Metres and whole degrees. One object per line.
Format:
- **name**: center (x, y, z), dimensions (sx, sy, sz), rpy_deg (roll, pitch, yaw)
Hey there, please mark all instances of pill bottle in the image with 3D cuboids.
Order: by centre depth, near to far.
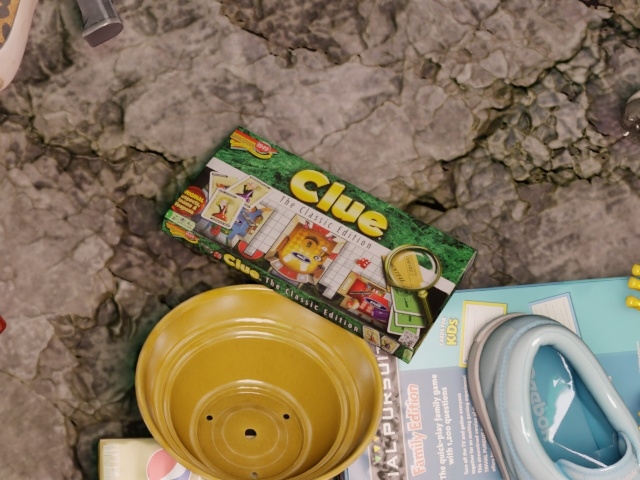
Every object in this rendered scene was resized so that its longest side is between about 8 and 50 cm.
- **pill bottle**: center (-0.088, 0.102, 1.549), dimensions (0.043, 0.043, 0.083), rpy_deg (-8, 85, -8)

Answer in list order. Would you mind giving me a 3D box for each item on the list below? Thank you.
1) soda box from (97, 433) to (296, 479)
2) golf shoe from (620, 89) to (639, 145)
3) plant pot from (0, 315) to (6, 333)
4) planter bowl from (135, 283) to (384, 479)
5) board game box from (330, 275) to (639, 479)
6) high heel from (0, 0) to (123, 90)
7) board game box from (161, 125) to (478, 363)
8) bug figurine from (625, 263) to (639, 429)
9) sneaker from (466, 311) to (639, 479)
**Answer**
- **soda box**: center (-0.114, 0.208, 1.525), dimensions (0.181, 0.061, 0.058), rpy_deg (0, 84, -8)
- **golf shoe**: center (0.408, -0.163, 1.625), dimensions (0.273, 0.105, 0.120), rpy_deg (-13, 70, -14)
- **plant pot**: center (-0.463, 0.028, 1.413), dimensions (0.267, 0.267, 0.235), rpy_deg (-34, 77, -9)
- **planter bowl**: center (-0.057, 0.151, 1.467), dimensions (0.217, 0.090, 0.217), rpy_deg (5, 50, -6)
- **board game box**: center (0.178, 0.169, 1.558), dimensions (0.336, 0.079, 0.253), rpy_deg (-4, 85, -7)
- **high heel**: center (-0.332, -0.231, 1.542), dimensions (0.261, 0.093, 0.186), rpy_deg (-22, 76, -6)
- **board game box**: center (0.000, 0.000, 1.521), dimensions (0.260, 0.030, 0.136), rpy_deg (27, 52, 11)
- **bug figurine**: center (0.406, 0.119, 1.541), dimensions (0.279, 0.072, 0.216), rpy_deg (20, 73, -28)
- **sneaker**: center (0.236, 0.234, 1.443), dimensions (0.135, 0.150, 0.366), rpy_deg (-28, 89, -8)
